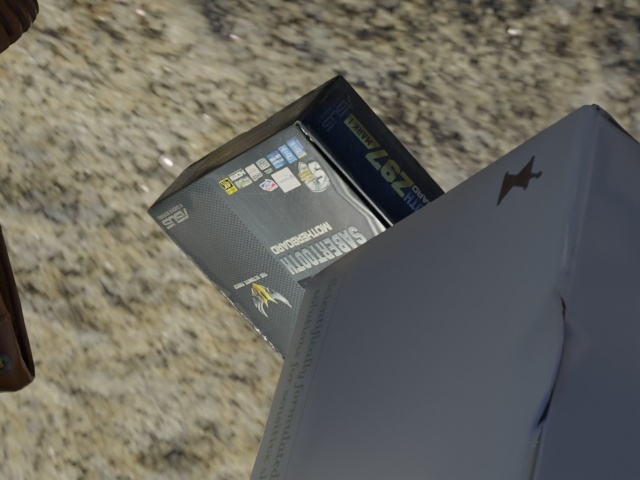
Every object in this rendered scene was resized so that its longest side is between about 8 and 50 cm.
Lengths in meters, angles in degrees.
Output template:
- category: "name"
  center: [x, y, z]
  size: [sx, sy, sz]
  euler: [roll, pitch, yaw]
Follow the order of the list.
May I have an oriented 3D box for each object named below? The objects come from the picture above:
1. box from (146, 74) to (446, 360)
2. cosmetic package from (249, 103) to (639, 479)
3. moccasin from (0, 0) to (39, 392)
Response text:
- category: "box"
  center: [0.000, 0.000, 1.214]
  size: [0.183, 0.233, 0.059]
  euler: [48, 58, -13]
- category: "cosmetic package"
  center: [0.155, 0.149, 0.558]
  size: [0.365, 0.155, 0.197]
  euler: [35, 50, -20]
- category: "moccasin"
  center: [-0.184, -0.104, 0.777]
  size: [0.147, 0.139, 0.380]
  euler: [-2, 101, -4]
